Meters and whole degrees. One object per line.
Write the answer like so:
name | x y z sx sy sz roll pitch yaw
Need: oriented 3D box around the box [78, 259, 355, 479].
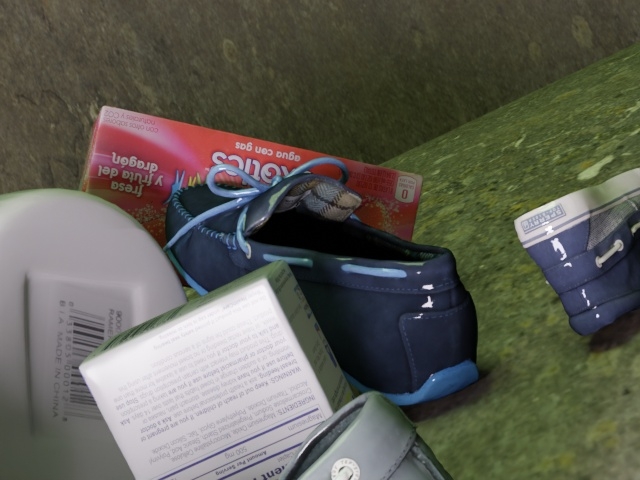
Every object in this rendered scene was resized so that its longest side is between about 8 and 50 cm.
box | -0.052 0.101 0.702 0.126 0.137 0.072 -25 5 10

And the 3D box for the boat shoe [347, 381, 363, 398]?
boat shoe | -0.018 0.102 0.900 0.059 0.063 0.170 -22 6 -16

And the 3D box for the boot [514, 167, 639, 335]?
boot | 0.193 0.006 0.789 0.069 0.086 0.190 -27 -5 35

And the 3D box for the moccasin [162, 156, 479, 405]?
moccasin | 0.000 0.000 0.866 0.137 0.117 0.342 -21 30 -36

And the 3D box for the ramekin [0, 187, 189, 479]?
ramekin | -0.213 0.093 0.854 0.135 0.277 0.277 -13 13 34

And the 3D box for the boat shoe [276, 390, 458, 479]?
boat shoe | -0.085 0.166 0.488 0.319 0.099 0.116 -26 8 3

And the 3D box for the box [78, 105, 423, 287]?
box | -0.076 -0.019 1.092 0.299 0.142 0.154 12 -3 -14
